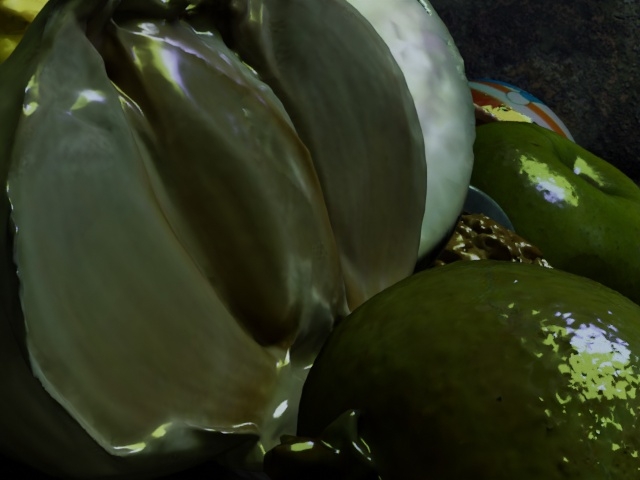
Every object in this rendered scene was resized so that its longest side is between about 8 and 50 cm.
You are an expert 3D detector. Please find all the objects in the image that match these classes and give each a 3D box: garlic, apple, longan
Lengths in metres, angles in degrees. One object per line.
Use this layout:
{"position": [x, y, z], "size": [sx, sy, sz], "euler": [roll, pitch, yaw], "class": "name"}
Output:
{"position": [-0.064, -0.011, 0.604], "size": [0.142, 0.178, 0.229], "euler": [-8, 17, 46], "class": "garlic"}
{"position": [0.155, 0.003, 1.213], "size": [0.196, 0.157, 0.196], "euler": [30, 14, -8], "class": "apple"}
{"position": [0.055, 0.080, 0.518], "size": [0.176, 0.145, 0.154], "euler": [7, 10, -38], "class": "longan"}

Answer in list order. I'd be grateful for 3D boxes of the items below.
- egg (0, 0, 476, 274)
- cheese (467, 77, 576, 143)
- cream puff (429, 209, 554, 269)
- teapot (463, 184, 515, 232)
{"position": [-0.068, -0.048, 0.822], "size": [0.264, 0.174, 0.286], "euler": [-9, 58, -29], "class": "egg"}
{"position": [0.170, -0.015, 1.388], "size": [0.329, 0.129, 0.217], "euler": [43, -22, 0], "class": "cheese"}
{"position": [0.072, 0.043, 0.875], "size": [0.165, 0.115, 0.150], "euler": [26, 4, 1], "class": "cream puff"}
{"position": [0.048, 0.024, 1.063], "size": [0.111, 0.149, 0.108], "euler": [64, -12, -4], "class": "teapot"}
